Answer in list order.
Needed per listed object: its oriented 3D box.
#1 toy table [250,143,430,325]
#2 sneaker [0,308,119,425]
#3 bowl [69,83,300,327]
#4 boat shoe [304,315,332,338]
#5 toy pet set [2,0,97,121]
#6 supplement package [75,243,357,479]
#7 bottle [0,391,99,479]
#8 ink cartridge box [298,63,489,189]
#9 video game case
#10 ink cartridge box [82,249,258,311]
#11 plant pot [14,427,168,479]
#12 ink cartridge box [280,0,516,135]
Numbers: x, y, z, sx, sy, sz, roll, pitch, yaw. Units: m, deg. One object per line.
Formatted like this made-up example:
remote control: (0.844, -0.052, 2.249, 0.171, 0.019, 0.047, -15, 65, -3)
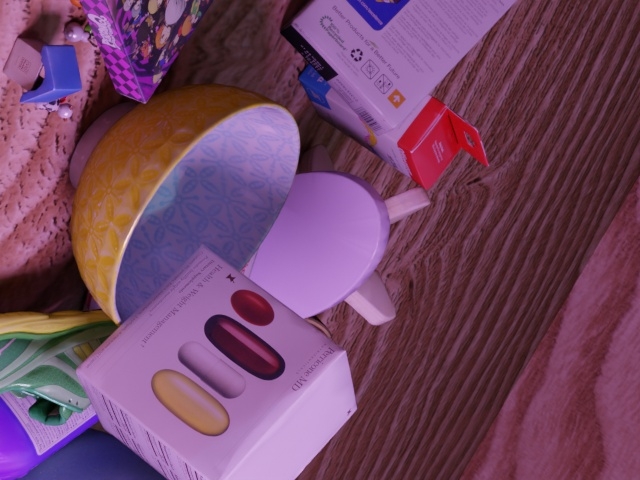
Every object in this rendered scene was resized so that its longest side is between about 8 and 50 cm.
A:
toy table: (0.000, 0.000, 2.021, 0.274, 0.252, 0.161, -14, 179, 32)
sneaker: (-0.274, 0.137, 1.693, 0.295, 0.109, 0.124, -1, 84, -38)
bowl: (-0.171, -0.060, 1.654, 0.289, 0.156, 0.289, -43, 156, -25)
boat shoe: (-0.039, 0.126, 2.343, 0.060, 0.064, 0.178, -49, 152, 1)
toy pet set: (-0.236, -0.168, 1.483, 0.114, 0.065, 0.122, -10, 132, -61)
supplement package: (-0.103, 0.155, 1.618, 0.194, 0.203, 0.149, -47, 155, -19)
bottle: (-0.347, 0.204, 1.730, 0.283, 0.118, 0.092, -37, -179, -39)
ink cartridge box: (0.094, -0.150, 1.968, 0.078, 0.231, 0.134, -52, 158, -7)
video game case: (-0.151, -0.276, 1.480, 0.210, 0.041, 0.232, -59, 161, -22)
ink cartridge box: (-0.181, 0.057, 1.898, 0.218, 0.092, 0.159, -33, 150, -47)
plant pot: (-0.315, 0.329, 1.848, 0.290, 0.195, 0.290, -44, 168, -11)
ink cartridge box: (0.137, -0.314, 1.888, 0.371, 0.176, 0.069, -46, -170, -16)
